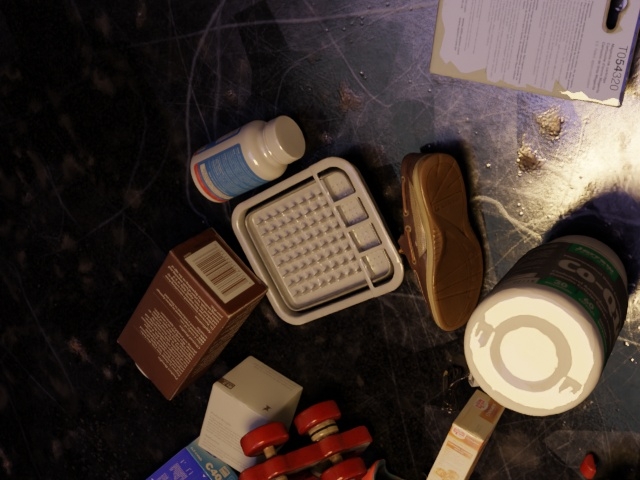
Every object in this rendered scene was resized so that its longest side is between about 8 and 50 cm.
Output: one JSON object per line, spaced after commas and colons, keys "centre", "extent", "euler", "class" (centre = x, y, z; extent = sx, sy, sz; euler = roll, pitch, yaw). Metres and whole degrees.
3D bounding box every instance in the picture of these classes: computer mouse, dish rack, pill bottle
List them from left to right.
{"centre": [-0.143, -0.166, 1.761], "extent": [0.222, 0.124, 0.124], "euler": [-20, 97, 35], "class": "pill bottle"}
{"centre": [0.000, 0.000, 1.772], "extent": [0.333, 0.072, 0.285], "euler": [-24, 96, 34], "class": "dish rack"}
{"centre": [0.315, 0.252, 1.678], "extent": [0.193, 0.106, 0.042], "euler": [-34, 114, 27], "class": "computer mouse"}
{"centre": [0.377, 0.117, 1.411], "extent": [0.204, 0.361, 0.204], "euler": [8, 109, 25], "class": "pill bottle"}

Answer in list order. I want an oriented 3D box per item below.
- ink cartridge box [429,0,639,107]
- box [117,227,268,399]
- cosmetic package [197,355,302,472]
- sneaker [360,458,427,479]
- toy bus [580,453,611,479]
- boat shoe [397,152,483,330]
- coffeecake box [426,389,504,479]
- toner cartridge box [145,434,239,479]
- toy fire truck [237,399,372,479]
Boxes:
{"centre": [0.356, -0.402, 1.415], "extent": [0.330, 0.071, 0.323], "euler": [16, 115, 21], "class": "ink cartridge box"}
{"centre": [-0.286, 0.168, 1.926], "extent": [0.191, 0.143, 0.381], "euler": [47, 133, 9], "class": "box"}
{"centre": [-0.157, 0.390, 1.961], "extent": [0.151, 0.151, 0.183], "euler": [29, 121, 18], "class": "cosmetic package"}
{"centre": [0.231, 0.577, 1.823], "extent": [0.350, 0.131, 0.148], "euler": [25, 111, 15], "class": "sneaker"}
{"centre": [0.538, 0.512, 1.625], "extent": [0.105, 0.202, 0.190], "euler": [5, 106, -3], "class": "toy bus"}
{"centre": [0.209, -0.001, 1.639], "extent": [0.123, 0.123, 0.341], "euler": [18, 127, 57], "class": "boat shoe"}
{"centre": [0.278, 0.406, 1.717], "extent": [0.068, 0.142, 0.185], "euler": [28, 120, 18], "class": "coffeecake box"}
{"centre": [-0.357, 0.639, 2.220], "extent": [0.165, 0.075, 0.348], "euler": [50, 125, 4], "class": "toner cartridge box"}
{"centre": [-0.048, 0.482, 1.872], "extent": [0.169, 0.302, 0.254], "euler": [63, 154, 22], "class": "toy fire truck"}
